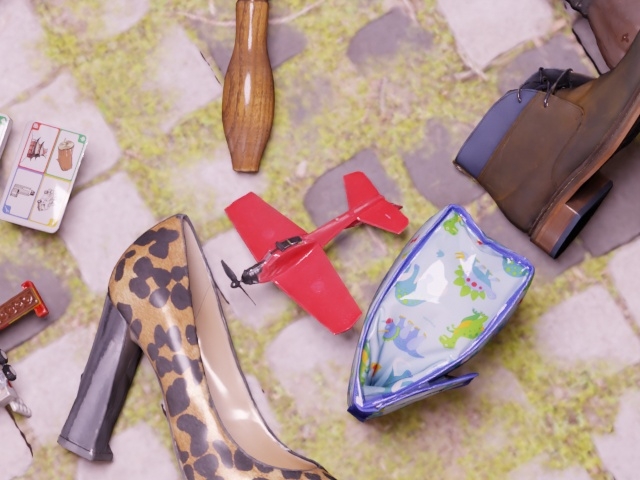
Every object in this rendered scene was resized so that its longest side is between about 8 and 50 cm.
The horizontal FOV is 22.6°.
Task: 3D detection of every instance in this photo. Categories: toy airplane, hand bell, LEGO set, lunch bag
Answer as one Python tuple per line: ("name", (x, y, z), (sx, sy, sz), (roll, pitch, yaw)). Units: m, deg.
("toy airplane", (0.000, 0.000, 1.149), (0.151, 0.028, 0.151), (0, 48, 0))
("hand bell", (-0.048, -0.171, 1.174), (0.126, 0.126, 0.242), (2, 94, 1))
("LEGO set", (-0.279, 0.021, 1.176), (0.182, 0.060, 0.244), (14, 81, 15))
("lunch bag", (0.072, 0.062, 1.112), (0.096, 0.129, 0.151), (40, 84, 6))

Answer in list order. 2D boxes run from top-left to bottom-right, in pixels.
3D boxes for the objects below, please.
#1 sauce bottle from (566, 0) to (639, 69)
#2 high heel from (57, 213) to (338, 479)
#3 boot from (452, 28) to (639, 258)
("sauce bottle", (0.284, -0.131, 1.146), (0.344, 0.111, 0.111), (41, 84, 6))
("high heel", (-0.043, 0.099, 1.122), (0.261, 0.093, 0.186), (20, 89, 12))
("boot", (0.172, -0.094, 1.113), (0.106, 0.082, 0.219), (37, 127, 14))
